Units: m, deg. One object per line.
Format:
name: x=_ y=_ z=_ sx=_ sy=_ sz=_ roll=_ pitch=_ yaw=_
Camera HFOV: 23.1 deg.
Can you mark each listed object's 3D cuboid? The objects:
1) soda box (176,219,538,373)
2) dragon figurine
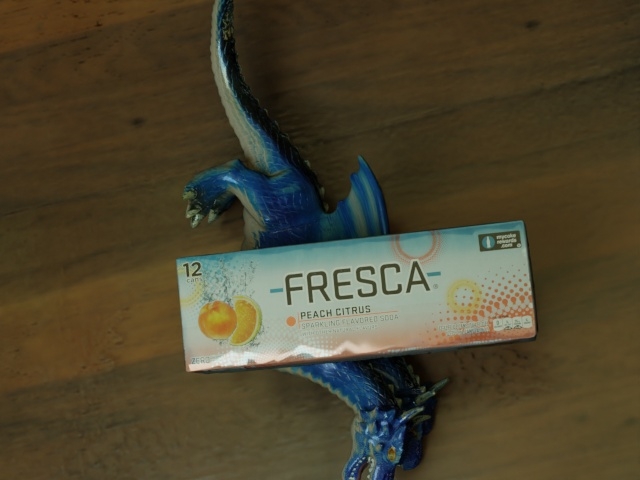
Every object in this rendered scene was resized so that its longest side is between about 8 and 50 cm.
soda box: x=0.019 y=0.031 z=0.815 sx=0.183 sy=0.058 sz=0.063 roll=-6 pitch=84 yaw=6
dragon figurine: x=0.000 y=0.000 z=0.895 sx=0.144 sy=0.085 sz=0.289 roll=-1 pitch=83 yaw=7
